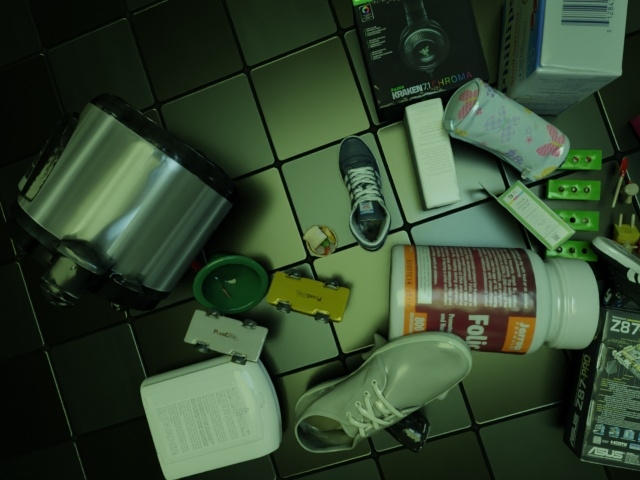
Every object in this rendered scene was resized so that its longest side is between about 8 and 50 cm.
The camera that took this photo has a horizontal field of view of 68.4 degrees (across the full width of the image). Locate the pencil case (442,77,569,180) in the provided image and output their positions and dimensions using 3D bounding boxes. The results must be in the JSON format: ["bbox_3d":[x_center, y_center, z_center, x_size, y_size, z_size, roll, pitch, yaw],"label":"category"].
[{"bbox_3d":[0.392,-0.230,1.001,0.273,0.113,0.124,23,113,-21],"label":"pencil case"}]

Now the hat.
[{"bbox_3d":[-0.246,0.058,1.181,0.173,0.183,0.208,-46,127,12],"label":"hat"}]

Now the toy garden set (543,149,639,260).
[{"bbox_3d":[0.610,-0.076,1.058,0.203,0.049,0.244,3,90,9],"label":"toy garden set"}]

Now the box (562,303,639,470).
[{"bbox_3d":[0.740,0.320,0.970,0.394,0.097,0.318,8,94,4],"label":"box"}]

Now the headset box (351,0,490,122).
[{"bbox_3d":[0.216,-0.445,1.062,0.246,0.131,0.283,-13,88,7],"label":"headset box"}]

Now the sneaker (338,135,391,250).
[{"bbox_3d":[0.098,-0.111,1.068,0.099,0.153,0.282,-12,89,7],"label":"sneaker"}]

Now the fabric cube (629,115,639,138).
[{"bbox_3d":[0.844,-0.211,0.918,0.254,0.259,0.258,-26,87,6],"label":"fabric cube"}]

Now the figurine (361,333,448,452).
[{"bbox_3d":[0.174,0.346,1.100,0.209,0.092,0.215,25,93,11],"label":"figurine"}]

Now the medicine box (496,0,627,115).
[{"bbox_3d":[0.471,-0.419,0.949,0.149,0.289,0.264,4,91,5],"label":"medicine box"}]

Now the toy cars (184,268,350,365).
[{"bbox_3d":[-0.118,0.184,1.109,0.393,0.087,0.176,-25,65,-3],"label":"toy cars"}]

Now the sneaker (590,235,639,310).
[{"bbox_3d":[0.636,0.087,1.010,0.217,0.079,0.121,28,119,-12],"label":"sneaker"}]

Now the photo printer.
[{"bbox_3d":[-0.253,0.416,1.142,0.307,0.107,0.256,-18,88,7],"label":"photo printer"}]

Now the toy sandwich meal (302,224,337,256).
[{"bbox_3d":[0.000,0.000,1.144,0.085,0.029,0.086,0,90,7],"label":"toy sandwich meal"}]

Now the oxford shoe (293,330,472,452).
[{"bbox_3d":[0.115,0.329,0.973,0.449,0.130,0.169,-35,104,27],"label":"oxford shoe"}]

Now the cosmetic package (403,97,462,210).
[{"bbox_3d":[0.252,-0.188,1.067,0.085,0.117,0.231,-13,90,9],"label":"cosmetic package"}]

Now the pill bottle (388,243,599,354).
[{"bbox_3d":[0.344,0.125,1.003,0.392,0.224,0.224,2,91,8],"label":"pill bottle"}]

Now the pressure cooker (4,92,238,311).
[{"bbox_3d":[-0.427,-0.046,1.007,0.375,0.370,0.420,33,87,26],"label":"pressure cooker"}]

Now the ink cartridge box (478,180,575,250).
[{"bbox_3d":[0.446,-0.070,1.018,0.062,0.109,0.209,-48,69,19],"label":"ink cartridge box"}]
